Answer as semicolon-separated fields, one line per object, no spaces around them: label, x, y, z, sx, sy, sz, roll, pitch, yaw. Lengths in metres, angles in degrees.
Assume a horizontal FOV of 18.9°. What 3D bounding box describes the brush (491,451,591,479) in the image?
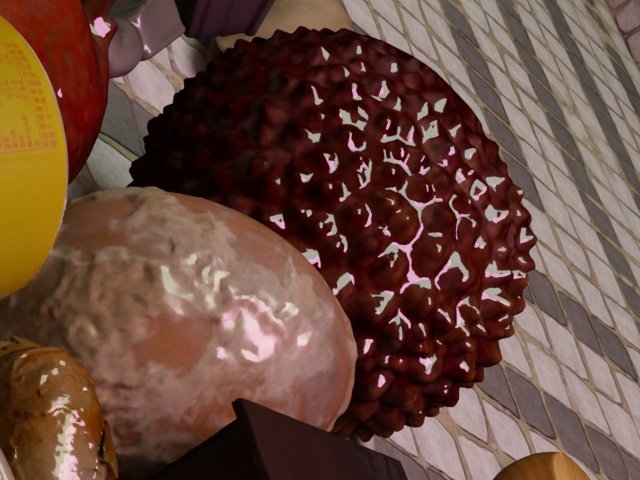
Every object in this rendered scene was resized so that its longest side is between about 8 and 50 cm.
brush;0.153;0.286;1.438;0.174;0.166;0.267;53;13;-19

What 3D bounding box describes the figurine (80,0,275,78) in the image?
figurine;-0.187;-0.197;1.383;0.342;0.285;0.167;12;-66;65

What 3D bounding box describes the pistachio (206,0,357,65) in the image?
pistachio;-0.032;-0.173;1.851;0.152;0.126;0.223;20;28;3

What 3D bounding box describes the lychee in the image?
lychee;0.000;0.000;1.402;0.306;0.306;0.330;48;26;-18

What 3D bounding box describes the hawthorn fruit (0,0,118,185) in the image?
hawthorn fruit;-0.209;-0.092;1.110;0.248;0.208;0.208;-26;78;-27

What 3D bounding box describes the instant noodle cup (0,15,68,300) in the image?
instant noodle cup;-0.241;-0.027;0.833;0.236;0.215;0.215;-12;67;-48

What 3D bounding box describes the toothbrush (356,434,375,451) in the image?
toothbrush;0.040;0.177;1.583;0.025;0.029;0.307;53;19;-30

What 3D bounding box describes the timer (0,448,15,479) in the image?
timer;-0.272;0.159;0.802;0.266;0.175;0.175;-17;72;-49

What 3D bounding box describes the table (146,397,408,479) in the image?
table;-0.045;0.224;1.082;0.172;0.193;0.169;27;34;-51

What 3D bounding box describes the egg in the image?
egg;-0.100;0.066;1.170;0.245;0.203;0.203;4;34;-4

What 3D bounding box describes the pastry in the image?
pastry;-0.174;0.123;1.026;0.081;0.153;0.153;29;32;-37
